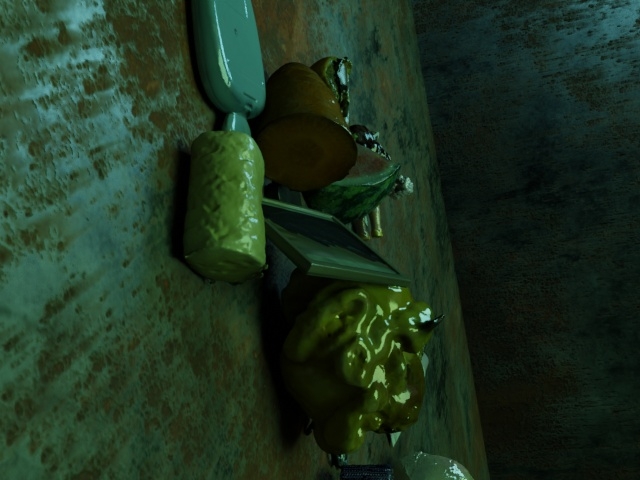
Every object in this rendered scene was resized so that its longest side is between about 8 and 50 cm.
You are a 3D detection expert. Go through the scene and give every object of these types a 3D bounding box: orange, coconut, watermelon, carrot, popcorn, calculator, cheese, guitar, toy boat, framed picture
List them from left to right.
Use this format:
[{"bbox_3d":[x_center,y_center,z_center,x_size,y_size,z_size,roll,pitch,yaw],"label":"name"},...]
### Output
[{"bbox_3d":[-0.114,-0.042,0.953,0.123,0.094,0.167,49,37,-59],"label":"cheese"},{"bbox_3d":[-0.130,-0.278,1.097,0.188,0.042,0.302,7,73,-74],"label":"calculator"},{"bbox_3d":[-0.074,-0.054,1.216,0.233,0.025,0.088,-48,129,-69],"label":"guitar"},{"bbox_3d":[-0.031,-0.202,1.236,0.225,0.159,0.159,-96,167,-46],"label":"carrot"},{"bbox_3d":[0.000,-0.001,1.114,0.265,0.192,0.018,11,115,-55],"label":"framed picture"},{"bbox_3d":[0.009,-0.266,1.445,0.160,0.112,0.169,-65,170,-80],"label":"orange"},{"bbox_3d":[0.052,-0.136,1.472,0.202,0.207,0.136,64,-8,-6],"label":"watermelon"},{"bbox_3d":[0.091,-0.046,1.757,0.038,0.038,0.083,-63,142,-63],"label":"toy boat"},{"bbox_3d":[0.069,0.159,1.220,0.297,0.281,0.315,-25,95,-55],"label":"popcorn"},{"bbox_3d":[0.261,0.594,1.726,0.245,0.233,0.233,55,32,-64],"label":"coconut"}]

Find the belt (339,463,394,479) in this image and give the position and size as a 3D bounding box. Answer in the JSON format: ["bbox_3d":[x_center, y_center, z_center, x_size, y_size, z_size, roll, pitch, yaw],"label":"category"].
[{"bbox_3d":[0.090,0.540,1.300,0.260,0.122,0.324,-54,141,-81],"label":"belt"}]

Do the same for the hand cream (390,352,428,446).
[{"bbox_3d":[0.200,0.377,1.897,0.248,0.083,0.133,-56,137,-50],"label":"hand cream"}]

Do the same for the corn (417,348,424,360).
[{"bbox_3d":[0.202,0.261,1.879,0.317,0.115,0.115,-66,145,-57],"label":"corn"}]

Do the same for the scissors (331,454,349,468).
[{"bbox_3d":[0.035,0.276,1.451,0.109,0.022,0.299,58,28,-62],"label":"scissors"}]

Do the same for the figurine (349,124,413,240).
[{"bbox_3d":[0.088,-0.121,1.593,0.116,0.175,0.239,-15,91,-57],"label":"figurine"}]
